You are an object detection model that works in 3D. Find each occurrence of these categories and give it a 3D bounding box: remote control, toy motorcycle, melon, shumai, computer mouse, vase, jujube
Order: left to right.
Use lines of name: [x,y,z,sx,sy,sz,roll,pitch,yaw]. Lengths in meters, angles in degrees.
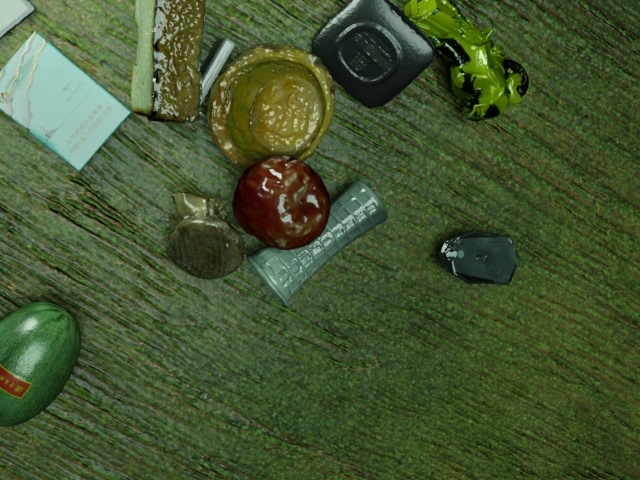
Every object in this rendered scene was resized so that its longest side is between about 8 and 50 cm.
melon: [-0.596,0.255,1.379,0.182,0.182,0.288,31,93,-18]
remote control: [-0.235,-0.320,1.390,0.029,0.087,0.190,30,93,-24]
shumai: [-0.237,-0.020,1.433,0.161,0.209,0.153,2,58,-10]
jujube: [-0.090,-0.072,1.386,0.190,0.255,0.190,4,81,-30]
vase: [0.000,0.000,1.496,0.299,0.143,0.143,-38,108,-6]
toy motorcycle: [0.307,-0.384,1.487,0.342,0.142,0.206,36,54,-18]
computer mouse: [0.373,0.041,1.633,0.231,0.071,0.126,4,87,-25]

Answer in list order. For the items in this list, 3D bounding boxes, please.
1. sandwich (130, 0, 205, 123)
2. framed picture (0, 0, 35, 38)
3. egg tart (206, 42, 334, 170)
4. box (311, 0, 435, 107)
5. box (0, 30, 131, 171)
sandwich: [-0.291,-0.357,1.285,0.095,0.249,0.273,0,102,-27]
framed picture: [-0.740,-0.429,1.280,0.324,0.013,0.244,-40,109,-2]
egg tart: [-0.086,-0.263,1.409,0.288,0.118,0.288,-10,111,-26]
box: [0.106,-0.393,1.429,0.212,0.042,0.201,43,121,-10]
box: [-0.512,-0.270,1.355,0.229,0.041,0.162,40,90,-19]
